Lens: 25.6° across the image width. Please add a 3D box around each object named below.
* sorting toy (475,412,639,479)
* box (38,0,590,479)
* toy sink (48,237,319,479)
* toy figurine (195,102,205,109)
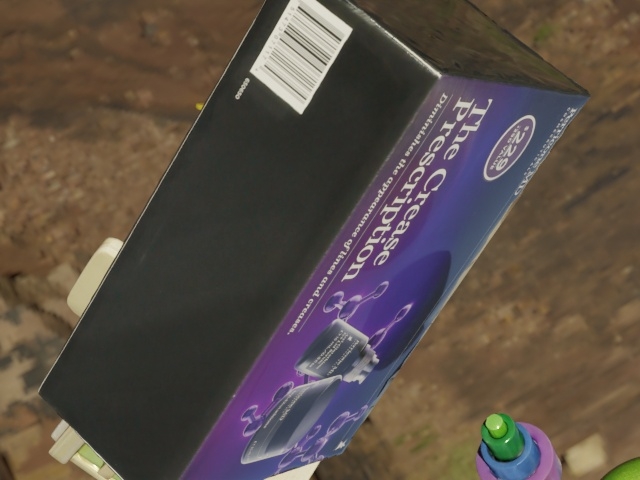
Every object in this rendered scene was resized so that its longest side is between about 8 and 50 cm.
[{"bbox_3d":[0.266,0.208,1.050,0.127,0.365,0.126,-57,146,-17],"label":"sorting toy"},{"bbox_3d":[0.000,0.000,0.730,0.261,0.103,0.184,-57,158,21],"label":"box"},{"bbox_3d":[-0.125,0.134,1.113,0.131,0.234,0.153,-55,-174,-29],"label":"toy sink"},{"bbox_3d":[0.014,-0.099,1.308,0.213,0.148,0.209,8,-155,37],"label":"toy figurine"}]
